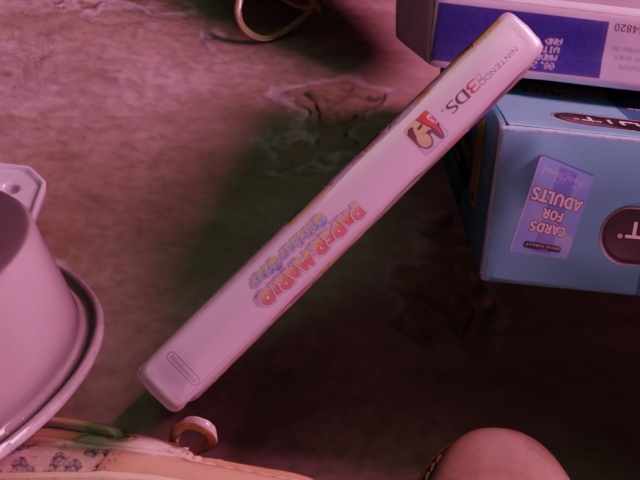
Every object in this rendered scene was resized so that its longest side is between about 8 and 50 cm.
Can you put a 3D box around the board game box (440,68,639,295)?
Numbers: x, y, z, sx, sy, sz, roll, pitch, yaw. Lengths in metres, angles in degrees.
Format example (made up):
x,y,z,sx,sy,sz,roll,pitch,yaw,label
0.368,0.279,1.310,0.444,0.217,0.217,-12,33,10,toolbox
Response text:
x,y,z,sx,sy,sz,roll,pitch,yaw,label
0.205,-0.050,0.698,0.253,0.079,0.336,6,17,0,board game box

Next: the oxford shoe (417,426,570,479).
x,y,z,sx,sy,sz,roll,pitch,yaw,label
0.095,0.197,0.464,0.123,0.130,0.348,2,42,-5,oxford shoe

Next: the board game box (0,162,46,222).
x,y,z,sx,sy,sz,roll,pitch,yaw,label
-0.371,0.081,0.595,0.389,0.050,0.390,6,42,-1,board game box

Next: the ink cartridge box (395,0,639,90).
x,y,z,sx,sy,sz,roll,pitch,yaw,label
0.159,-0.124,0.707,0.223,0.045,0.224,6,16,-3,ink cartridge box

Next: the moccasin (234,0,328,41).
x,y,z,sx,sy,sz,roll,pitch,yaw,label
-0.030,-0.246,0.952,0.380,0.147,0.139,25,31,25,moccasin

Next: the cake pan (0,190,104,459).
x,y,z,sx,sy,sz,roll,pitch,yaw,label
-0.240,0.043,0.494,0.293,0.054,0.293,-7,22,3,cake pan

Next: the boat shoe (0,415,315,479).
x,y,z,sx,sy,sz,roll,pitch,yaw,label
-0.116,0.107,0.489,0.285,0.105,0.089,6,35,-2,boat shoe

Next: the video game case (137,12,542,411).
x,y,z,sx,sy,sz,roll,pitch,yaw,label
0.000,0.000,0.567,0.026,0.227,0.206,45,81,1,video game case
